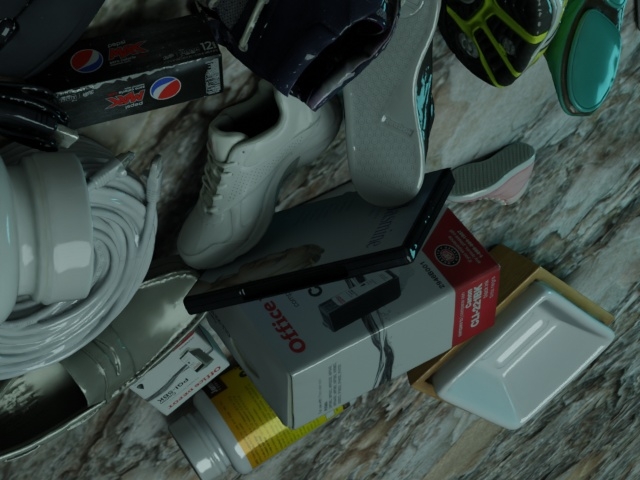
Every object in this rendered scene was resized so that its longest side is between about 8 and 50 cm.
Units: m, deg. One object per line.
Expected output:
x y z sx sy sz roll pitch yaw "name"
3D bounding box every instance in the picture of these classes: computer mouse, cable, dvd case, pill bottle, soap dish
-0.226 -0.194 1.277 0.188 0.072 0.272 23 112 -28 "computer mouse"
-0.274 0.018 1.518 0.257 0.089 0.257 -24 146 -26 "cable"
0.000 0.000 1.631 0.253 0.022 0.180 -14 -158 25 "dvd case"
-0.071 0.201 1.943 0.215 0.117 0.117 -32 148 -10 "pill bottle"
-0.342 0.000 1.298 0.302 0.169 0.169 -6 138 -19 "pill bottle"
0.252 0.131 2.179 0.229 0.118 0.291 -45 148 11 "soap dish"

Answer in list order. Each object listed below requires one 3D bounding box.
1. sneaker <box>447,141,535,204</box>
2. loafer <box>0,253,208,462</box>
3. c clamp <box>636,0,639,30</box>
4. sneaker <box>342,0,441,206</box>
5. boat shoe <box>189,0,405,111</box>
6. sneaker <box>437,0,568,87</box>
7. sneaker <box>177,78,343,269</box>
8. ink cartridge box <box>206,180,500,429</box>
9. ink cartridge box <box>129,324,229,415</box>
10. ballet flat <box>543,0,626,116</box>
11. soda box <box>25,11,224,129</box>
0.202 -0.063 1.941 0.134 0.051 0.070 -27 142 -25 "sneaker"
-0.241 0.130 1.665 0.319 0.111 0.112 -38 108 -2 "loafer"
0.423 -0.309 1.875 0.137 0.022 0.160 -29 147 -14 "c clamp"
0.065 -0.195 1.606 0.105 0.147 0.295 1 111 3 "sneaker"
0.046 -0.267 1.418 0.340 0.158 0.127 -48 147 16 "boat shoe"
0.220 -0.300 1.573 0.147 0.145 0.384 -32 156 -30 "sneaker"
-0.086 -0.077 1.617 0.115 0.090 0.232 23 105 -48 "sneaker"
0.030 0.056 1.782 0.273 0.197 0.114 -27 145 -18 "ink cartridge box"
-0.175 0.127 1.802 0.099 0.056 0.135 -39 148 1 "ink cartridge box"
0.272 -0.232 1.674 0.083 0.087 0.247 32 68 -36 "ballet flat"
-0.173 -0.147 1.418 0.169 0.060 0.053 -15 144 -12 "soda box"
